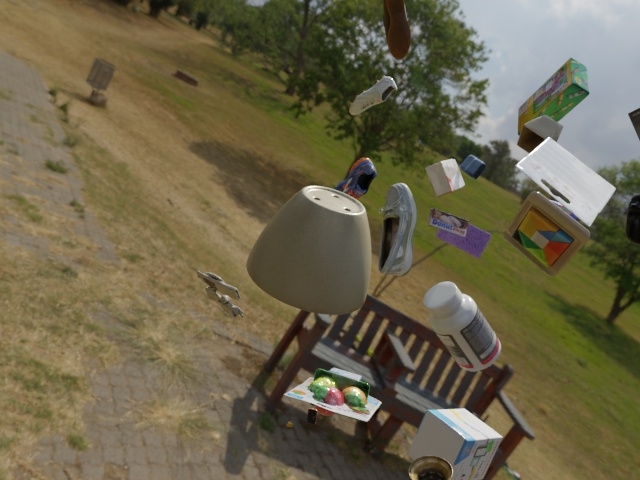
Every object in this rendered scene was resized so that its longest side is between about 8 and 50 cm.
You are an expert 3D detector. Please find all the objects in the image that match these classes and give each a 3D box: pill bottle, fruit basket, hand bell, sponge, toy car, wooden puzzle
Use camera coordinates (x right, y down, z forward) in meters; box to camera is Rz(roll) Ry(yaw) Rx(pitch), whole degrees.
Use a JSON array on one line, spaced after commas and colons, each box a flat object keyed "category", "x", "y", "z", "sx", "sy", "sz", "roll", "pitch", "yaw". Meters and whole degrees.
[{"category": "pill bottle", "x": 0.497, "y": 0.302, "z": 1.874, "sx": 0.318, "sy": 0.176, "sz": 0.176, "roll": 53, "pitch": 2, "yaw": -24}, {"category": "fruit basket", "x": 0.062, "y": 0.605, "z": 2.061, "sx": 0.326, "sy": 0.166, "sz": 0.353, "roll": 13, "pitch": -6, "yaw": 17}, {"category": "hand bell", "x": 0.332, "y": 0.774, "z": 1.546, "sx": 0.126, "sy": 0.242, "sz": 0.126, "roll": -7, "pitch": 18, "yaw": 2}, {"category": "sponge", "x": 0.616, "y": -0.020, "z": 2.269, "sx": 0.210, "sy": 0.117, "sz": 0.031, "roll": 28, "pitch": -4, "yaw": 4}, {"category": "toy car", "x": -0.065, "y": 0.633, "z": 1.897, "sx": 0.122, "sy": 0.060, "sz": 0.040, "roll": -9, "pitch": 4, "yaw": 11}, {"category": "wooden puzzle", "x": 0.715, "y": -0.013, "z": 1.697, "sx": 0.044, "sy": 0.239, "sz": 0.221, "roll": -32, "pitch": 65, "yaw": -27}]

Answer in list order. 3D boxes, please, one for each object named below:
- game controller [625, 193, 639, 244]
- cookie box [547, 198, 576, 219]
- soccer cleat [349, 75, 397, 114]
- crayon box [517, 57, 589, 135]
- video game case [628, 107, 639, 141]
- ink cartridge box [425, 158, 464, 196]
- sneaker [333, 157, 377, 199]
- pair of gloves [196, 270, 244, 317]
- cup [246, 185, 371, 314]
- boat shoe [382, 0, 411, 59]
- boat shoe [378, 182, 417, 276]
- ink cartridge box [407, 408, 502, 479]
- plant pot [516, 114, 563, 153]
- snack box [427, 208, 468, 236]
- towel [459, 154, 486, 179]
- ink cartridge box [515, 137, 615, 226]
[{"category": "game controller", "x": 1.085, "y": -0.050, "z": 1.577, "sx": 0.067, "sy": 0.167, "sz": 0.319, "roll": -10, "pitch": 14, "yaw": -34}, {"category": "cookie box", "x": 0.869, "y": -0.114, "z": 1.912, "sx": 0.091, "sy": 0.040, "sz": 0.107, "roll": 15, "pitch": 15, "yaw": -9}, {"category": "soccer cleat", "x": 0.192, "y": -0.524, "z": 1.938, "sx": 0.076, "sy": 0.196, "sz": 0.068, "roll": 59, "pitch": 16, "yaw": 26}, {"category": "crayon box", "x": 0.858, "y": -0.515, "z": 1.954, "sx": 0.081, "sy": 0.278, "sz": 0.165, "roll": 26, "pitch": 53, "yaw": -11}, {"category": "video game case", "x": 1.086, "y": -0.307, "z": 1.622, "sx": 0.196, "sy": 0.026, "sz": 0.274, "roll": 145, "pitch": -75, "yaw": -73}, {"category": "ink cartridge box", "x": 0.460, "y": -0.232, "z": 1.926, "sx": 0.198, "sy": 0.067, "sz": 0.115, "roll": -21, "pitch": 90, "yaw": -59}, {"category": "sneaker", "x": 0.108, "y": -0.170, "z": 1.750, "sx": 0.083, "sy": 0.221, "sz": 0.087, "roll": 22, "pitch": 18, "yaw": -34}, {"category": "pair of gloves", "x": -0.403, "y": 0.223, "z": 2.124, "sx": 0.204, "sy": 0.042, "sz": 0.240, "roll": 30, "pitch": -31, "yaw": 20}, {"category": "cup", "x": 0.000, "y": 0.000, "z": 1.355, "sx": 0.331, "sy": 0.237, "sz": 0.331, "roll": 17, "pitch": 22, "yaw": -7}, {"category": "boat shoe", "x": 0.226, "y": -0.653, "z": 1.574, "sx": 0.073, "sy": 0.207, "sz": 0.073, "roll": -9, "pitch": 27, "yaw": -2}, {"category": "boat shoe", "x": 0.248, "y": -0.041, "z": 1.777, "sx": 0.103, "sy": 0.321, "sz": 0.118, "roll": 8, "pitch": -7, "yaw": -30}, {"category": "ink cartridge box", "x": 0.514, "y": 0.780, "z": 2.005, "sx": 0.270, "sy": 0.198, "sz": 0.197, "roll": 15, "pitch": 10, "yaw": -43}, {"category": "plant pot", "x": 0.733, "y": -0.346, "z": 1.736, "sx": 0.109, "sy": 0.096, "sz": 0.109, "roll": 45, "pitch": -13, "yaw": 25}, {"category": "snack box", "x": 0.479, "y": -0.066, "z": 1.974, "sx": 0.178, "sy": 0.064, "sz": 0.022, "roll": 15, "pitch": -3, "yaw": -27}, {"category": "towel", "x": 0.555, "y": -0.269, "z": 1.916, "sx": 0.029, "sy": 0.067, "sz": 0.119, "roll": 34, "pitch": 15, "yaw": -22}, {"category": "ink cartridge box", "x": 0.509, "y": -0.118, "z": 1.118, "sx": 0.189, "sy": 0.066, "sz": 0.232, "roll": 44, "pitch": 48, "yaw": 14}]
